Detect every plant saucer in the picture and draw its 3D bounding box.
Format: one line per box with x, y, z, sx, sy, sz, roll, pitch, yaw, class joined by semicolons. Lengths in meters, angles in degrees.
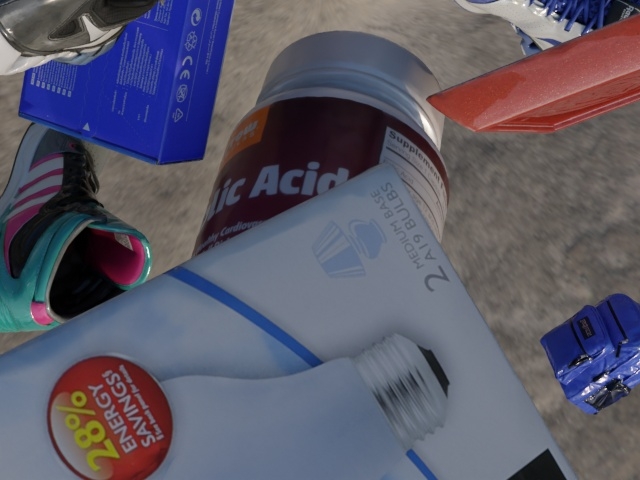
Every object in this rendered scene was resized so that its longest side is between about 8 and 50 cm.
0.270;-0.158;1.450;0.259;0.258;0.047;-19;84;29;plant saucer

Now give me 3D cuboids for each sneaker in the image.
0.315;-0.316;1.936;0.315;0.182;0.127;31;74;-42;sneaker
-0.235;-0.026;1.468;0.178;0.124;0.295;10;57;28;sneaker
-0.119;-0.143;0.804;0.106;0.234;0.078;-23;99;13;sneaker

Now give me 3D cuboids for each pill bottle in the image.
0.000;0.000;1.387;0.224;0.392;0.224;8;139;7;pill bottle

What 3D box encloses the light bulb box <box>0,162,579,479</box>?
-0.052;0.201;0.843;0.361;0.225;0.358;-29;86;-38;light bulb box

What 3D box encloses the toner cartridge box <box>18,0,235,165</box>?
-0.153;-0.255;1.294;0.165;0.075;0.347;21;106;27;toner cartridge box

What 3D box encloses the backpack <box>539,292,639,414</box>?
0.311;0.118;1.619;0.120;0.098;0.101;-34;142;19;backpack
